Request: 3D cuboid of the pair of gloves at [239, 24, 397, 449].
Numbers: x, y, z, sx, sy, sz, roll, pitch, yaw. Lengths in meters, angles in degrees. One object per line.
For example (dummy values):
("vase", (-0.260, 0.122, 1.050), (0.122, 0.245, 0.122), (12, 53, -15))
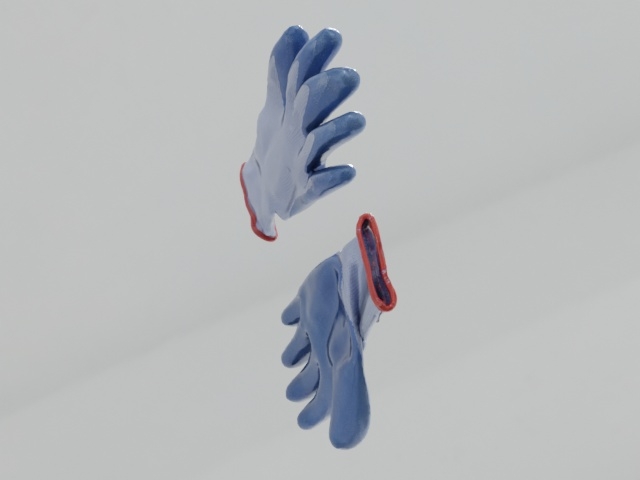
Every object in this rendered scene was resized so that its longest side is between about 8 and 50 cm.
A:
("pair of gloves", (0.000, 0.000, 0.929), (0.023, 0.198, 0.159), (-6, -23, -19))
